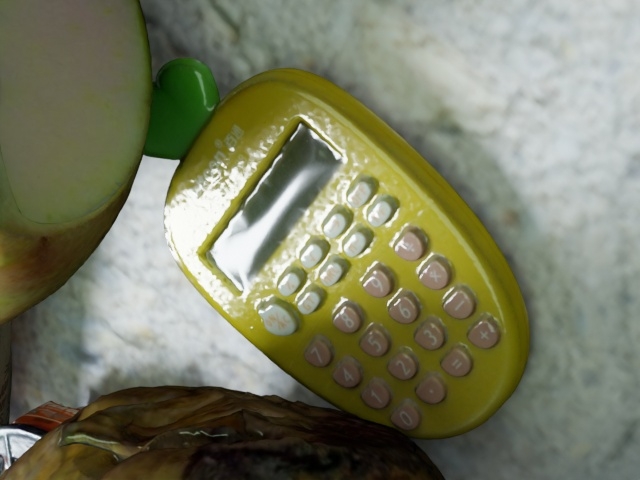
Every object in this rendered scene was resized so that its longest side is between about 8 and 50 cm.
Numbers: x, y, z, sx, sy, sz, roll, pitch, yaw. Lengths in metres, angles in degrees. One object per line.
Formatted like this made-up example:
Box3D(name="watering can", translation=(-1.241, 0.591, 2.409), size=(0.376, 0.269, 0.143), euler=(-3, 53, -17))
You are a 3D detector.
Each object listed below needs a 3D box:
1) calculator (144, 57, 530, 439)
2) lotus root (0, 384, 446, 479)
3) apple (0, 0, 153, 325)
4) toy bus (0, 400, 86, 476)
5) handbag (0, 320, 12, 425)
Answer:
Box3D(name="calculator", translation=(0.000, 0.000, 0.741), size=(0.235, 0.032, 0.146), euler=(44, 128, 8))
Box3D(name="lotus root", translation=(-0.046, 0.160, 0.723), size=(0.272, 0.272, 0.192), euler=(23, 90, 24))
Box3D(name="apple", translation=(-0.164, -0.080, 0.752), size=(0.193, 0.120, 0.265), euler=(-38, 61, 54))
Box3D(name="toy bus", translation=(-0.136, 0.172, 0.879), size=(0.079, 0.077, 0.174), euler=(12, 117, 33))
Box3D(name="handbag", translation=(-0.255, 0.072, 0.895), size=(0.182, 0.117, 0.270), euler=(30, 123, 30))
